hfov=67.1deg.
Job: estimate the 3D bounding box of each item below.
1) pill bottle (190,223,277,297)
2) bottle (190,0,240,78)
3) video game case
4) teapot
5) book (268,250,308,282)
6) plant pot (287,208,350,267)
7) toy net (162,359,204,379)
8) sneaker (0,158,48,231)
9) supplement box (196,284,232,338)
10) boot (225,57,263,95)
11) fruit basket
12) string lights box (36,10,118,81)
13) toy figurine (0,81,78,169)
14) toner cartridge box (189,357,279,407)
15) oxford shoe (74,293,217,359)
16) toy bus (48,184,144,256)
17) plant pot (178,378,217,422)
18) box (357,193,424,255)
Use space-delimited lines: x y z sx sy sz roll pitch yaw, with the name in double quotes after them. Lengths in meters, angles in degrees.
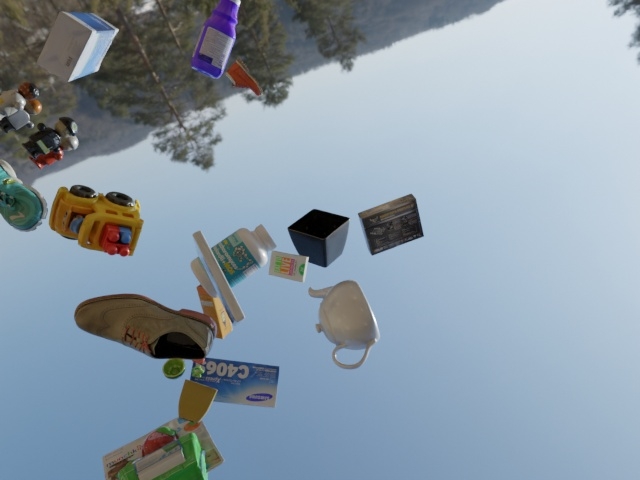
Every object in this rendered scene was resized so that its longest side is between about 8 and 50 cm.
-0.274 0.057 1.562 0.264 0.146 0.146 -35 -155 -7 "pill bottle"
-0.367 -0.733 1.727 0.118 0.282 0.092 17 -171 -33 "bottle"
-0.221 0.090 1.046 0.023 0.201 0.183 -27 174 -16 "video game case"
0.074 0.268 1.611 0.187 0.252 0.256 -22 -174 -5 "teapot"
-0.120 0.097 1.812 0.144 0.096 0.035 10 -178 21 "book"
0.000 0.000 1.969 0.187 0.167 0.188 16 -143 33 "plant pot"
-0.440 0.342 1.550 0.122 0.045 0.232 -10 -136 -8 "toy net"
-0.777 -0.119 1.166 0.107 0.275 0.110 -51 166 -5 "sneaker"
-0.421 0.275 1.929 0.080 0.233 0.078 1 -157 27 "supplement box"
-0.281 -0.582 1.780 0.084 0.158 0.059 -44 -143 0 "boot"
-0.496 0.665 1.482 0.327 0.165 0.353 -22 -156 -23 "fruit basket"
-0.586 -0.480 1.186 0.133 0.077 0.259 -54 -159 15 "string lights box"
-0.802 -0.328 1.366 0.148 0.209 0.213 -44 -169 -21 "toy figurine"
-0.346 0.568 1.931 0.348 0.165 0.075 10 159 -12 "toner cartridge box"
-0.434 0.218 1.188 0.348 0.123 0.130 9 -162 -10 "oxford shoe"
-0.588 -0.034 1.285 0.220 0.149 0.211 12 -158 -37 "toy bus"
-0.303 0.392 1.161 0.081 0.081 0.083 120 -11 -63 "plant pot"
0.281 -0.061 1.915 0.231 0.183 0.056 -21 -150 -2 "box"
